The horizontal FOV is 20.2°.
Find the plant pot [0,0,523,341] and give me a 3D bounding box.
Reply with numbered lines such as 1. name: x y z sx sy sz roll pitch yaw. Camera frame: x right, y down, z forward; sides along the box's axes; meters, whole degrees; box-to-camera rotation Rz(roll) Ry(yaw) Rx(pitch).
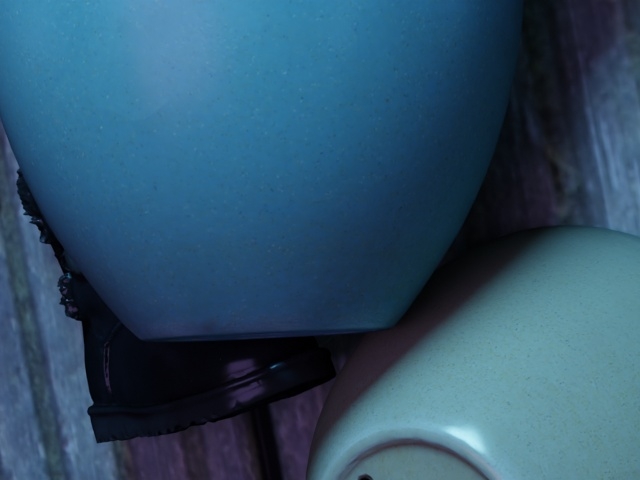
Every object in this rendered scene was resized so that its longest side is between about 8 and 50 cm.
1. plant pot: -0.032 -0.047 0.948 0.290 0.290 0.195 -6 85 34

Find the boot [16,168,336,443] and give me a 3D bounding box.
1. boot: -0.101 0.013 1.110 0.246 0.094 0.207 -17 89 57

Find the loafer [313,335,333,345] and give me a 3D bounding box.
1. loafer: 0.004 0.031 1.107 0.045 0.039 0.125 42 137 -10

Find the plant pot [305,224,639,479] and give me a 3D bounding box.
1. plant pot: 0.100 0.144 0.967 0.284 0.191 0.284 6 101 33
